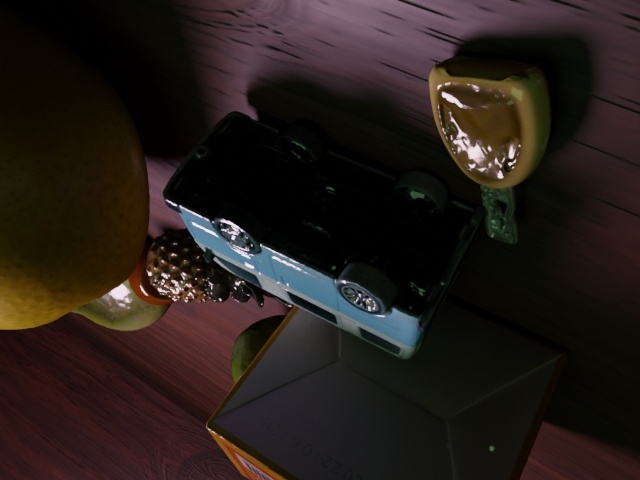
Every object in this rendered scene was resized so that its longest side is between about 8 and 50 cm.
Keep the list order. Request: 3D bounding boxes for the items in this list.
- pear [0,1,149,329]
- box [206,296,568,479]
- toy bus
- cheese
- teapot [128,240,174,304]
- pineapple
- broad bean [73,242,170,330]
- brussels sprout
[{"bbox_3d":[-0.393,-0.089,0.658,0.362,0.362,0.418,-4,129,51],"label":"pear"},{"bbox_3d":[0.078,0.208,0.649,0.283,0.259,0.214,26,149,22],"label":"box"},{"bbox_3d":[0.000,0.000,0.563,0.271,0.133,0.165,25,154,18],"label":"toy bus"},{"bbox_3d":[0.130,-0.059,0.427,0.086,0.036,0.162,17,146,35],"label":"cheese"},{"bbox_3d":[-0.273,0.055,0.991,0.173,0.116,0.116,13,162,-27],"label":"teapot"},{"bbox_3d":[-0.133,0.046,0.830,0.251,0.125,0.125,5,139,30],"label":"pineapple"},{"bbox_3d":[-0.417,0.078,1.125,0.291,0.119,0.238,-6,122,26],"label":"broad bean"},{"bbox_3d":[-0.052,0.190,0.905,0.183,0.145,0.131,4,133,-25],"label":"brussels sprout"}]
